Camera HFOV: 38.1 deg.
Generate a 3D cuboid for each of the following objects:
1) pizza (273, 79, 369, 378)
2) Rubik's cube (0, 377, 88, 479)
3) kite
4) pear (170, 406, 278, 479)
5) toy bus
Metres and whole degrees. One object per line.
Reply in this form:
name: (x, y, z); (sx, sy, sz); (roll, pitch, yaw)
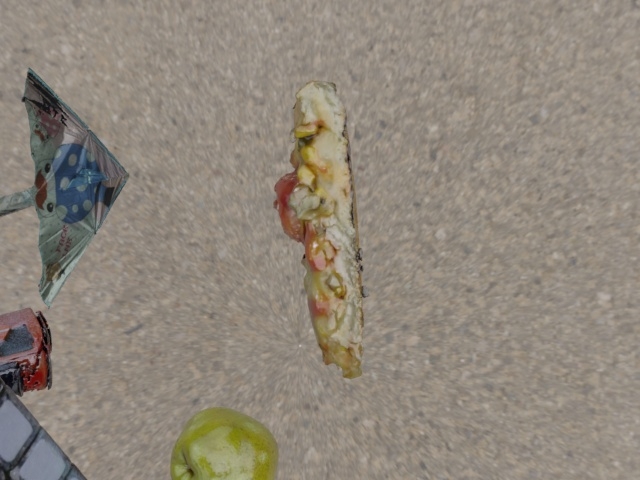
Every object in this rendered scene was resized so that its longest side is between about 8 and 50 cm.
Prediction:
pizza: (0.000, 0.000, 1.376); (0.130, 0.440, 0.406); (-5, 70, 2)
Rubik's cube: (-0.328, 0.235, 0.673); (0.237, 0.237, 0.238); (-5, 127, 31)
kite: (-0.377, -0.069, 1.275); (0.011, 0.314, 0.335); (8, 107, 32)
pear: (-0.172, 0.393, 1.641); (0.198, 0.198, 0.198); (0, 84, -1)
toy bus: (-0.387, 0.136, 0.939); (0.235, 0.073, 0.096); (-14, 40, -26)
